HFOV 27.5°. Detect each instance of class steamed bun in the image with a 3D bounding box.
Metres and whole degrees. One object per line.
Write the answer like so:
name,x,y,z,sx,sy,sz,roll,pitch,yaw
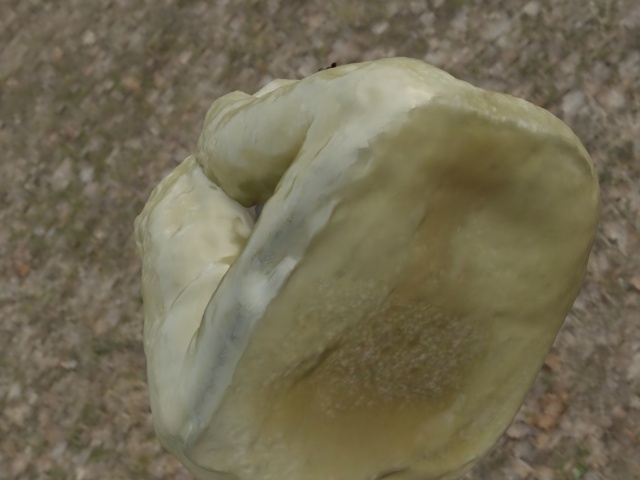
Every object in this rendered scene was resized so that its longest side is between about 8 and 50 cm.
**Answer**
steamed bun,0.000,0.000,0.504,0.172,0.141,0.155,-60,38,9
